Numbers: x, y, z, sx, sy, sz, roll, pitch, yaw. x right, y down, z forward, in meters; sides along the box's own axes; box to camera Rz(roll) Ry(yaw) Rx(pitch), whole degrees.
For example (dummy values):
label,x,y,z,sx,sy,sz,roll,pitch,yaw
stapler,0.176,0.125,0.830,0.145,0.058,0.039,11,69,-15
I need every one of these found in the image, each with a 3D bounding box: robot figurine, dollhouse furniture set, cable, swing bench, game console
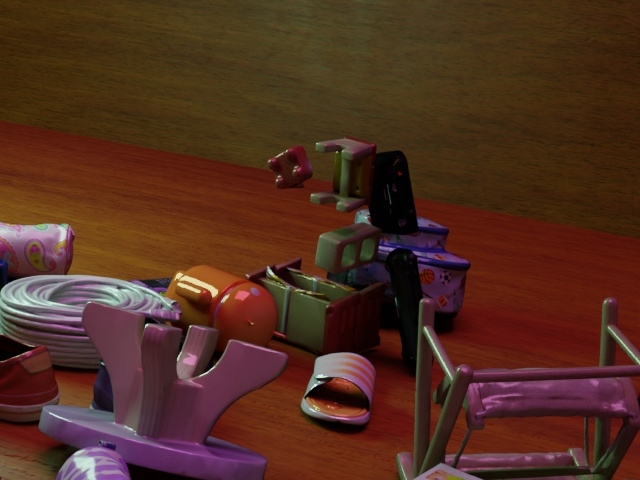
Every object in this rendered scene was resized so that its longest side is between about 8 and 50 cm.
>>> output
label,x,y,z,sx,sy,sz,roll,pitch,yaw
robot figurine,-0.157,0.115,1.661,0.219,0.158,0.128,18,39,39
dollhouse furniture set,0.000,0.000,1.712,0.201,0.374,0.152,19,22,34
cable,-0.371,0.121,1.601,0.257,0.089,0.257,-2,16,-33
swing bench,0.242,0.213,1.213,0.253,0.254,0.165,-1,26,-11
game console,0.132,0.032,1.693,0.044,0.361,0.213,-10,3,-7

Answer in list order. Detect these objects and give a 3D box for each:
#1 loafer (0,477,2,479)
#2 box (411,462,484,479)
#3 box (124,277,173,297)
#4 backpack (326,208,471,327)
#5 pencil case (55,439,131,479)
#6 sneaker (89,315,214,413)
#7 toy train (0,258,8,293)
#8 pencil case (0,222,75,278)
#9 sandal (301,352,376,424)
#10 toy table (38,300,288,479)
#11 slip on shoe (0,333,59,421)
label,x,y,z,sx,sy,sz,roll,pitch,yaw
loafer,-0.402,0.251,1.113,0.148,0.050,0.056,12,14,17
box,0.110,0.315,1.023,0.114,0.103,0.203,16,16,34
box,-0.263,0.097,1.886,0.162,0.029,0.116,-1,16,-39
backpack,0.155,0.052,1.973,0.263,0.213,0.276,18,10,-3
pencil case,-0.206,0.285,1.029,0.088,0.086,0.206,32,2,-30
sneaker,-0.218,0.161,1.437,0.107,0.124,0.283,12,14,14
toy train,-0.647,0.070,1.656,0.248,0.105,0.143,7,27,-1
pencil case,-0.594,0.011,1.856,0.284,0.124,0.124,6,13,-10
sandal,0.034,0.198,1.529,0.102,0.076,0.265,9,13,5
toy table,-0.183,0.178,1.214,0.274,0.160,0.252,14,-4,-3
slip on shoe,-0.492,0.151,1.375,0.331,0.101,0.123,12,16,23
